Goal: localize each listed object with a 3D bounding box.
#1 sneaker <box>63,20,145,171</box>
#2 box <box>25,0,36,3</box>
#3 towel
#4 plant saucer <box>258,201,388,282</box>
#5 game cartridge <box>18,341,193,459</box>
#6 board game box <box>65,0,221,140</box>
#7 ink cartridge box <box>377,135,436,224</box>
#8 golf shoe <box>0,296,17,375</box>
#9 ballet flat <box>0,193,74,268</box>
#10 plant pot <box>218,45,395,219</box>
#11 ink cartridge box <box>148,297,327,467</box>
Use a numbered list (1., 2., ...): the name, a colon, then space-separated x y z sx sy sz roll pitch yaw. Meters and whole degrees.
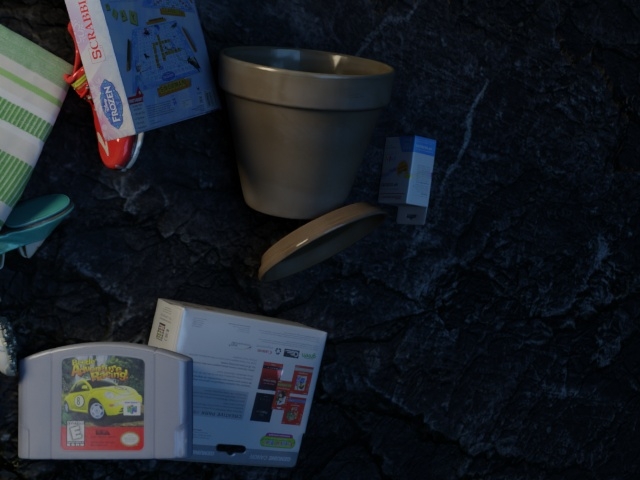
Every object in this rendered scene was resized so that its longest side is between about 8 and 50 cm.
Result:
1. sneaker: -0.379 -0.252 1.486 0.118 0.107 0.279 -5 85 -53
2. box: -0.479 -0.479 1.354 0.156 0.093 0.158 25 78 -32
3. towel: -0.555 -0.200 1.387 0.248 0.038 0.325 29 63 -29
4. plant saucer: 0.000 0.000 1.671 0.278 0.278 0.041 -21 78 -30
5. game cartridge: -0.364 0.270 1.482 0.294 0.060 0.196 0 86 -1
6. board game box: -0.296 -0.349 1.466 0.318 0.066 0.318 -38 117 -66
7. ink cartridge box: 0.181 -0.127 1.859 0.061 0.104 0.181 8 88 -32
8. golf shoe: -0.557 0.149 1.442 0.086 0.069 0.176 -19 100 -10
9. ballet flat: -0.523 -0.001 1.445 0.247 0.083 0.087 -24 129 -29
10. plant pot: -0.035 -0.198 1.624 0.323 0.323 0.280 -7 112 -32
11. ink cartridge box: -0.172 0.271 1.642 0.309 0.130 0.272 14 87 -32
